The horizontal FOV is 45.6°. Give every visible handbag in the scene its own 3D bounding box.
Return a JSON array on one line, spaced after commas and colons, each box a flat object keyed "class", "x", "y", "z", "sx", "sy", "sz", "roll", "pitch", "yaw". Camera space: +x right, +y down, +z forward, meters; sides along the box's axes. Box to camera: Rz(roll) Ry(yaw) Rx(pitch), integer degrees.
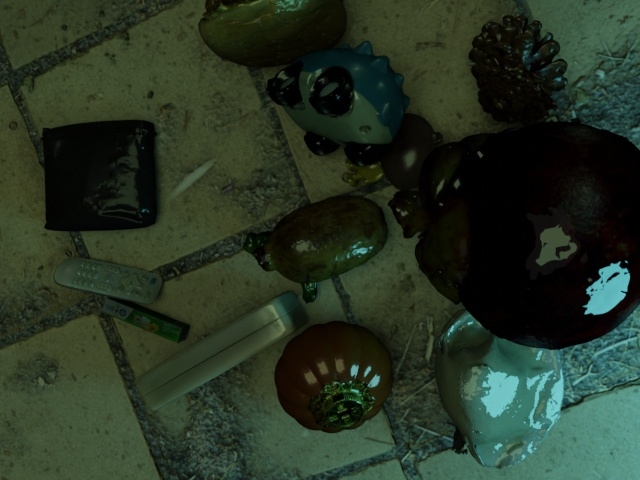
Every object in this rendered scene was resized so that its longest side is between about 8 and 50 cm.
[{"class": "handbag", "x": -0.453, "y": -0.130, "z": 1.543, "sx": 0.246, "sy": 0.080, "sz": 0.223, "roll": -2, "pitch": 92, "yaw": 12}]

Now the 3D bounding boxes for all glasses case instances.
[{"class": "glasses case", "x": -0.190, "y": 0.212, "z": 1.474, "sx": 0.336, "sy": 0.144, "sz": 0.076, "roll": -31, "pitch": 87, "yaw": 13}]

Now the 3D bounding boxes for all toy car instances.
[{"class": "toy car", "x": 0.045, "y": -0.260, "z": 1.360, "sx": 0.255, "sy": 0.188, "sz": 0.190, "roll": 18, "pitch": 66, "yaw": 48}]

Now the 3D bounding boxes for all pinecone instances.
[{"class": "pinecone", "x": 0.338, "y": -0.296, "z": 1.316, "sx": 0.149, "sy": 0.179, "sz": 0.195, "roll": -18, "pitch": 64, "yaw": 0}]

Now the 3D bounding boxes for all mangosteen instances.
[{"class": "mangosteen", "x": 0.345, "y": -0.015, "z": 1.250, "sx": 0.421, "sy": 0.381, "sz": 0.381, "roll": 10, "pitch": 96, "yaw": 43}]

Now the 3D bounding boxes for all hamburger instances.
[{"class": "hamburger", "x": -0.086, "y": -0.398, "z": 1.343, "sx": 0.259, "sy": 0.283, "sz": 0.145, "roll": -8, "pitch": 81, "yaw": 22}]

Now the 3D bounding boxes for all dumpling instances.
[{"class": "dumpling", "x": 0.310, "y": 0.259, "z": 1.380, "sx": 0.204, "sy": 0.163, "sz": 0.293, "roll": -15, "pitch": 89, "yaw": -21}]

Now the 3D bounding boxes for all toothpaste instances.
[{"class": "toothpaste", "x": -0.357, "y": 0.161, "z": 1.559, "sx": 0.178, "sy": 0.043, "sz": 0.037, "roll": 20, "pitch": 100, "yaw": 10}]

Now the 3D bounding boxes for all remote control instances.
[{"class": "remote control", "x": -0.439, "y": 0.087, "z": 1.570, "sx": 0.229, "sy": 0.044, "sz": 0.073, "roll": 11, "pitch": 56, "yaw": 7}]

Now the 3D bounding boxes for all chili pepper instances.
[{"class": "chili pepper", "x": -0.066, "y": 0.040, "z": 1.482, "sx": 0.182, "sy": 0.050, "sz": 0.073, "roll": 40, "pitch": 70, "yaw": 1}]

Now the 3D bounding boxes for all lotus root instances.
[{"class": "lotus root", "x": 0.000, "y": 0.000, "z": 1.413, "sx": 0.260, "sy": 0.128, "sz": 0.145, "roll": -17, "pitch": 71, "yaw": -9}]

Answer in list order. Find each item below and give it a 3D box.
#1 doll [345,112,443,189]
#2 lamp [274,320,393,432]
[{"class": "doll", "x": 0.136, "y": -0.165, "z": 1.415, "sx": 0.188, "sy": 0.096, "sz": 0.145, "roll": 5, "pitch": 75, "yaw": 38}, {"class": "lamp", "x": 0.025, "y": 0.251, "z": 1.405, "sx": 0.223, "sy": 0.196, "sz": 0.223, "roll": -5, "pitch": 123, "yaw": -8}]
